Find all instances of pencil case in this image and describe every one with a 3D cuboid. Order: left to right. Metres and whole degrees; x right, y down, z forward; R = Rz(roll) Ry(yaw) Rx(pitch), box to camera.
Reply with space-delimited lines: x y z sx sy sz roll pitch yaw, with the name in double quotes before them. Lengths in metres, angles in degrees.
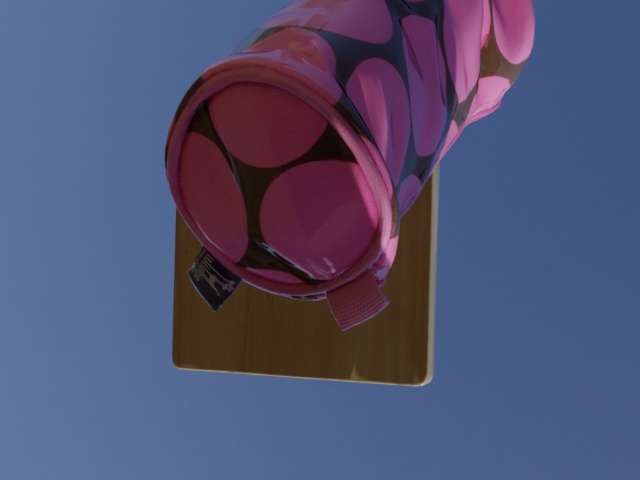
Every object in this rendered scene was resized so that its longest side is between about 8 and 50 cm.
"pencil case" 0.022 -0.056 0.513 0.098 0.209 0.095 47 -52 -6

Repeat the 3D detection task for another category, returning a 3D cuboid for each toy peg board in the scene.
"toy peg board" 0.000 0.000 0.815 0.160 0.079 0.161 2 -89 19
